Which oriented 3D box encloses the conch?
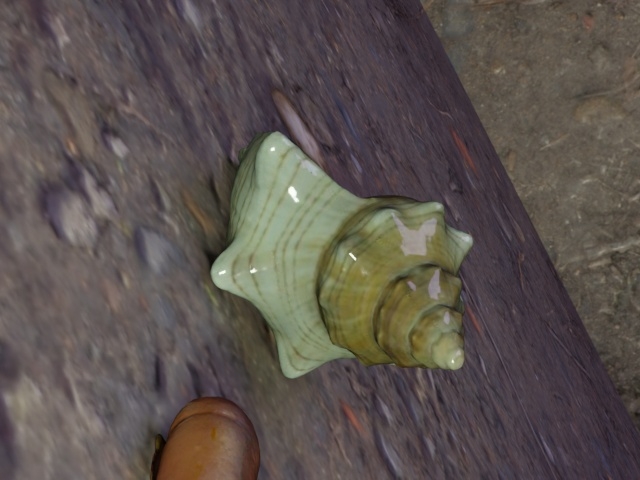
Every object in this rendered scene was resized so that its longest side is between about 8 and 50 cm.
[{"bbox_3d":[-0.005,0.008,0.620,0.234,0.114,0.137,30,-15,31],"label":"conch"}]

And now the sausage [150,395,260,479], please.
[{"bbox_3d":[-0.039,0.124,0.401,0.176,0.040,0.047,-97,160,-53],"label":"sausage"}]
